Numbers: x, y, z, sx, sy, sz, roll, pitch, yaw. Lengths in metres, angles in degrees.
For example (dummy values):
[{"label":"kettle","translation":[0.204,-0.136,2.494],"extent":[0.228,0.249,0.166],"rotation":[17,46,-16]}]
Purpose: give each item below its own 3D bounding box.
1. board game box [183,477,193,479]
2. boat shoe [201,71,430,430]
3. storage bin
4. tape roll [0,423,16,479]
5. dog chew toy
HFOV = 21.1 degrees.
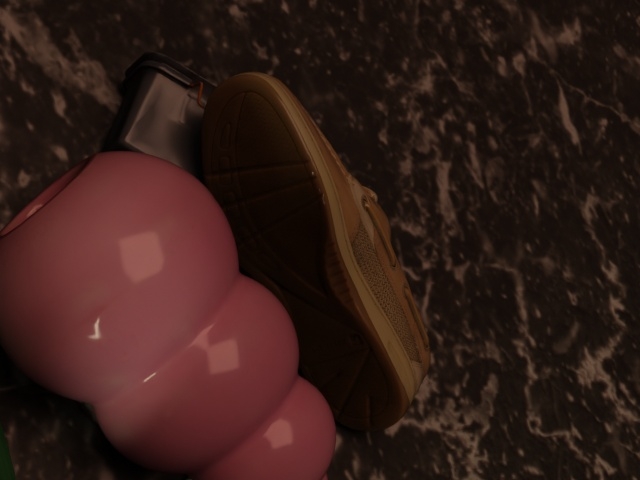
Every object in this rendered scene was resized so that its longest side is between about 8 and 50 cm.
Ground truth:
[{"label":"board game box","translation":[-0.077,0.267,1.226],"extent":[0.213,0.317,0.046],"rotation":[27,57,-19]},{"label":"boat shoe","translation":[0.000,0.000,1.518],"extent":[0.110,0.121,0.341],"rotation":[-45,118,-51]},{"label":"storage bin","translation":[-0.123,-0.091,1.527],"extent":[0.135,0.098,0.091],"rotation":[31,64,-17]},{"label":"tape roll","translation":[-0.313,0.131,1.169],"extent":[0.321,0.077,0.321],"rotation":[-22,90,-82]},{"label":"dog chew toy","translation":[-0.113,0.090,1.378],"extent":[0.332,0.206,0.206],"rotation":[49,50,-13]}]
